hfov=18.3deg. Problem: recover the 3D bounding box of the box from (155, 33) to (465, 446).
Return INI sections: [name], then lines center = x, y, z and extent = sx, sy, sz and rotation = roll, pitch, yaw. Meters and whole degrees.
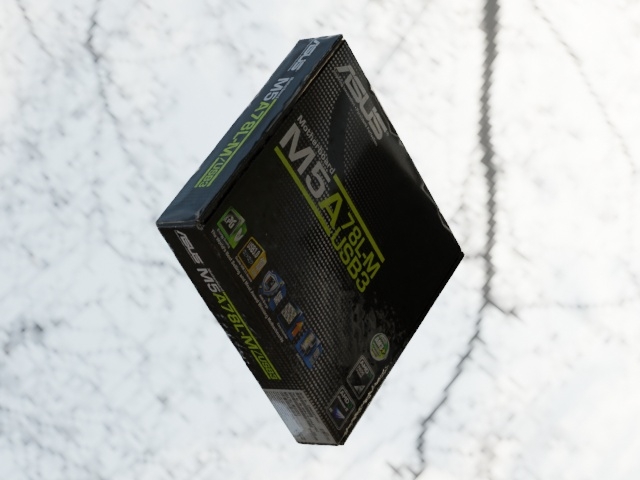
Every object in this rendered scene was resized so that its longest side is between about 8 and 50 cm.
[box]
center = 0.000, 0.000, 1.253
extent = 0.184, 0.045, 0.190
rotation = -52, -55, -34
